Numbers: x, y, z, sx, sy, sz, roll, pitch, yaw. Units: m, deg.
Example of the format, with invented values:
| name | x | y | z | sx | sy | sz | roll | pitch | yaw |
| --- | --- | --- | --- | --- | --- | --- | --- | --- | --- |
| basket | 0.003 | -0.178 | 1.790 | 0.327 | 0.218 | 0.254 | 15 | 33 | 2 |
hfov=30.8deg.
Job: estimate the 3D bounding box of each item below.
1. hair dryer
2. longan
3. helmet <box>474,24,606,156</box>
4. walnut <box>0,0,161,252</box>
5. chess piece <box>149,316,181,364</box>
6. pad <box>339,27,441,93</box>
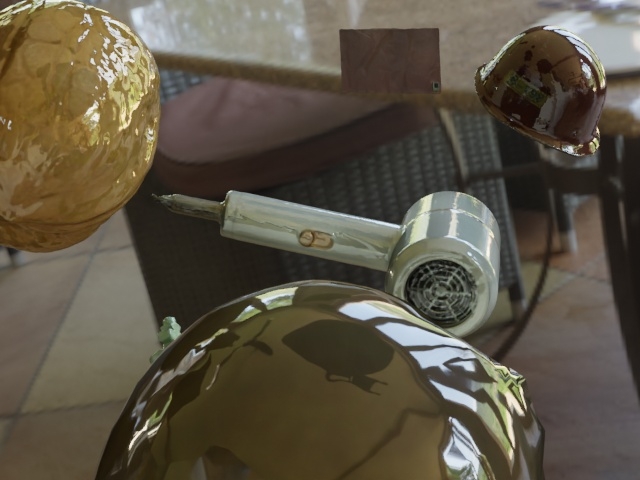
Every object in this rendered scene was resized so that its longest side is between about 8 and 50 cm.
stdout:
| name | x | y | z | sx | sy | sz | roll | pitch | yaw |
| --- | --- | --- | --- | --- | --- | --- | --- | --- | --- |
| hair dryer | 0.000 | 0.000 | 1.153 | 0.357 | 0.108 | 0.173 | 11 | 18 | 6 |
| longan | 0.005 | 0.177 | 0.688 | 0.318 | 0.319 | 0.319 | -11 | 25 | 5 |
| helmet | 0.280 | -0.188 | 1.370 | 0.155 | 0.106 | 0.175 | -19 | 62 | -42 |
| walnut | -0.226 | -0.099 | 0.981 | 0.193 | 0.193 | 0.226 | -8 | 42 | 11 |
| chess piece | -0.104 | 0.126 | 0.869 | 0.059 | 0.059 | 0.149 | -14 | 65 | -2 |
| pad | 0.120 | -0.310 | 2.005 | 0.187 | 0.113 | 0.006 | 4 | 17 | 26 |
